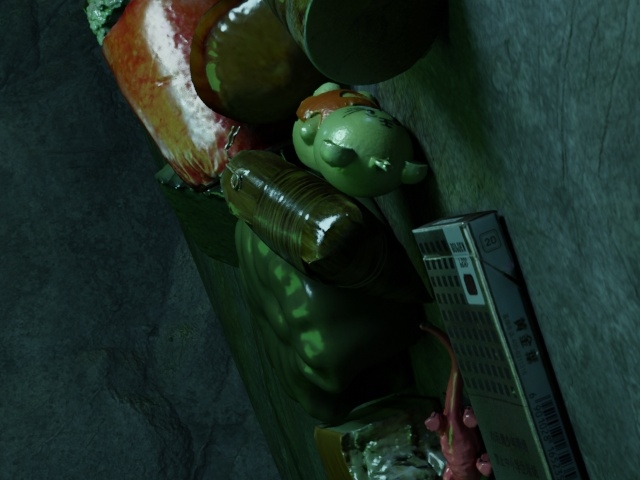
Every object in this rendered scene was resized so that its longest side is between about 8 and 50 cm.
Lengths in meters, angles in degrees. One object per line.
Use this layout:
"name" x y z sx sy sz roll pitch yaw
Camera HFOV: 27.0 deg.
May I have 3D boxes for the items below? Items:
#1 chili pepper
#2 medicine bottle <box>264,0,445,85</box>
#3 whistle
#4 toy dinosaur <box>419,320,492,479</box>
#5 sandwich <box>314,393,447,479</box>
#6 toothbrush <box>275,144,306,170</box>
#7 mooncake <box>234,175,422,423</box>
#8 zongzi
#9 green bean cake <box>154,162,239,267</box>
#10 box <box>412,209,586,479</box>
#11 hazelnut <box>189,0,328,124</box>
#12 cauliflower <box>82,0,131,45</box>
"chili pepper" -0.151 -0.215 1.950 0.229 0.251 0.305 -39 73 42
"medicine bottle" -0.004 -0.304 1.405 0.322 0.151 0.151 -123 19 -48
"whistle" 0.033 -0.125 1.603 0.288 0.131 0.106 -130 54 -65
"toy dinosaur" 0.170 0.215 1.687 0.139 0.070 0.286 -67 -36 -75
"sandwich" 0.090 0.287 1.873 0.198 0.155 0.227 90 157 -51
"toothbrush" 0.001 0.000 2.089 0.041 0.041 0.364 118 131 -73
"mooncake" 0.003 0.077 1.870 0.351 0.187 0.351 161 90 -80
"zongzi" 0.001 -0.011 1.658 0.248 0.111 0.241 35 179 39
"green bean cake" -0.139 -0.054 2.179 0.222 0.125 0.227 19 156 41
"box" 0.193 0.130 1.440 0.180 0.047 0.325 171 81 -77
"hazelnut" -0.071 -0.251 1.752 0.186 0.210 0.210 34 157 13
"cauliflower" -0.303 -0.438 2.484 0.315 0.239 0.256 39 -175 -8
